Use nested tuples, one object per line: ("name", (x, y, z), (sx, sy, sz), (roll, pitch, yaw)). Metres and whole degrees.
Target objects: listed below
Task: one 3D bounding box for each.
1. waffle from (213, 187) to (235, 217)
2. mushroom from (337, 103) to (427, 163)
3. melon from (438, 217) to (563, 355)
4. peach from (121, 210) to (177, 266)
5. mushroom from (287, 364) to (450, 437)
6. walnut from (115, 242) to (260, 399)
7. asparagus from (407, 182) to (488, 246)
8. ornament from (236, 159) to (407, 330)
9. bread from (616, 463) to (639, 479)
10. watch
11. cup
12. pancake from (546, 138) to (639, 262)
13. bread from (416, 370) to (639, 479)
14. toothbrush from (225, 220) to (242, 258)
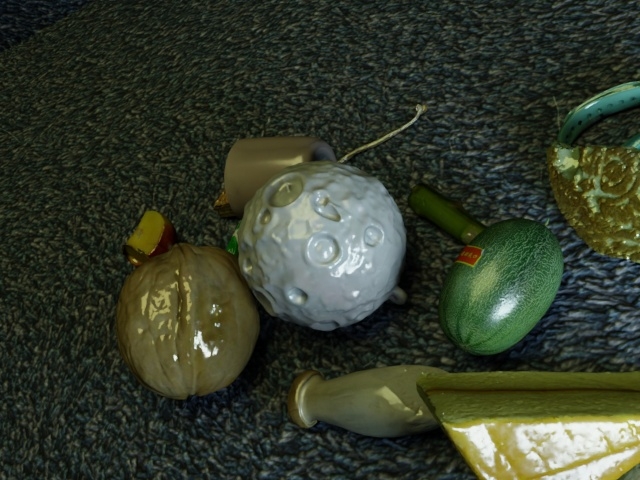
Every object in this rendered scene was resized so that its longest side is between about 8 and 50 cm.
("waffle", (-0.185, -0.123, 2.237), (0.102, 0.042, 0.148), (-6, 46, 52))
("mushroom", (0.125, -0.226, 2.165), (0.286, 0.026, 0.028), (-35, 27, 3))
("melon", (0.322, 0.072, 1.661), (0.287, 0.182, 0.182), (-48, 44, -15))
("peach", (-0.390, 0.007, 2.219), (0.151, 0.118, 0.151), (-54, 8, 12))
("mushroom", (0.093, 0.283, 1.670), (0.350, 0.128, 0.128), (-4, 51, 35))
("walnut", (-0.264, 0.157, 1.889), (0.277, 0.252, 0.312), (-12, 75, 14))
("asparagus", (0.273, -0.034, 1.876), (0.067, 0.060, 0.278), (-26, 40, -18))
("ornament", (0.000, 0.000, 1.835), (0.337, 0.337, 0.337), (-18, 46, 19))
("bread", (0.487, 0.404, 1.323), (0.183, 0.102, 0.337), (7, 57, 36))
("watch", (0.582, -0.216, 1.836), (0.237, 0.068, 0.195), (-36, 40, 6))
("cup", (-0.079, -0.107, 2.090), (0.201, 0.191, 0.252), (-1, 83, 28))
("pancake", (0.535, -0.082, 1.705), (0.197, 0.054, 0.376), (-57, 48, 27))
("bread", (0.366, 0.239, 1.415), (0.362, 0.244, 0.233), (-32, 10, 0))
("toothbrush", (-0.196, 0.024, 2.143), (0.042, 0.040, 0.417), (-16, 40, 44))
